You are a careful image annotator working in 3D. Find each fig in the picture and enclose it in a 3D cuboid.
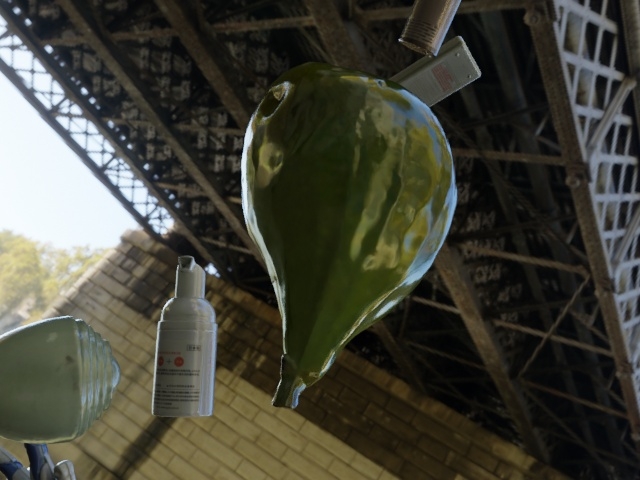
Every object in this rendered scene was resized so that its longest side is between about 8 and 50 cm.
[{"bbox_3d":[0.005,-0.012,0.640,0.233,0.314,0.233,22,2,-1],"label":"fig"}]

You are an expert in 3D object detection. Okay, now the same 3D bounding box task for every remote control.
[{"bbox_3d":[0.168,-0.258,1.056,0.190,0.029,0.087,-30,-44,19],"label":"remote control"}]

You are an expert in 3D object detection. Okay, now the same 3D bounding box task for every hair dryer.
[{"bbox_3d":[0.099,-0.358,0.805,0.220,0.195,0.054,33,15,37],"label":"hair dryer"}]

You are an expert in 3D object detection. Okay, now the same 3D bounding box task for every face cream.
[{"bbox_3d":[-0.315,0.226,1.501,0.146,0.369,0.145,3,-12,1],"label":"face cream"}]

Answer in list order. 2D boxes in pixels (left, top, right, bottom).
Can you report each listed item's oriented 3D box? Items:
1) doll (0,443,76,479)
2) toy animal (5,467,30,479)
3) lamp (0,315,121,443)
[{"bbox_3d":[-0.309,0.310,0.717,0.227,0.114,0.057,56,18,4],"label":"doll"},{"bbox_3d":[-0.598,0.524,1.213,0.248,0.149,0.165,11,12,-38],"label":"toy animal"},{"bbox_3d":[-0.260,0.116,0.508,0.193,0.106,0.106,1,-7,-30],"label":"lamp"}]
